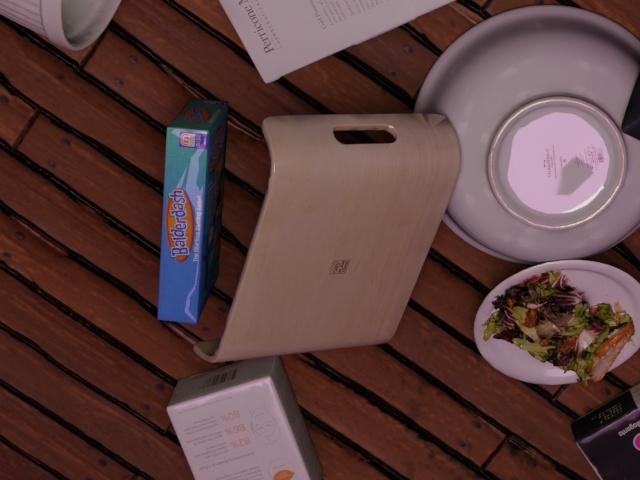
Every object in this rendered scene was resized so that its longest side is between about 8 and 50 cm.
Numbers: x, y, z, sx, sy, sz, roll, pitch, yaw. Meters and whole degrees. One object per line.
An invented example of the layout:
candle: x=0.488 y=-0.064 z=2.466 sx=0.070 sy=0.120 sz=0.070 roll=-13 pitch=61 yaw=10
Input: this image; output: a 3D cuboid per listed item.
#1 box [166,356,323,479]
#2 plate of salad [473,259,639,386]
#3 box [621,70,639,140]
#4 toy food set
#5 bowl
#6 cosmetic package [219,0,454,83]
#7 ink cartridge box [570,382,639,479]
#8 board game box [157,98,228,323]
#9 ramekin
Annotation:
box: x=-0.085 y=0.235 z=1.577 sx=0.130 sy=0.091 sz=0.170 roll=-17 pitch=105 yaw=8
plate of salad: x=0.272 y=0.101 z=1.510 sx=0.200 sy=0.048 sz=0.199 roll=0 pitch=133 yaw=0
box: x=0.547 y=-0.145 z=1.281 sx=0.396 sy=0.293 sz=0.212 roll=26 pitch=73 yaw=-7
toy food set: x=0.000 y=0.000 z=1.433 sx=0.220 sy=0.092 sz=0.306 roll=-3 pitch=129 yaw=-29
bowl: x=0.245 y=-0.095 z=1.437 sx=0.298 sy=0.134 sz=0.297 roll=1 pitch=107 yaw=4
cosmetic package: x=-0.013 y=-0.380 z=1.335 sx=0.284 sy=0.097 sz=0.377 roll=-22 pitch=116 yaw=14
ink cartridge box: x=0.468 y=0.321 z=1.589 sx=0.176 sy=0.069 sz=0.371 roll=-34 pitch=104 yaw=12
board game box: x=-0.137 y=-0.036 z=1.463 sx=0.047 sy=0.160 sz=0.210 roll=6 pitch=106 yaw=2
ramekin: x=-0.267 y=-0.308 z=1.371 sx=0.109 sy=0.207 sz=0.207 roll=20 pitch=107 yaw=7
